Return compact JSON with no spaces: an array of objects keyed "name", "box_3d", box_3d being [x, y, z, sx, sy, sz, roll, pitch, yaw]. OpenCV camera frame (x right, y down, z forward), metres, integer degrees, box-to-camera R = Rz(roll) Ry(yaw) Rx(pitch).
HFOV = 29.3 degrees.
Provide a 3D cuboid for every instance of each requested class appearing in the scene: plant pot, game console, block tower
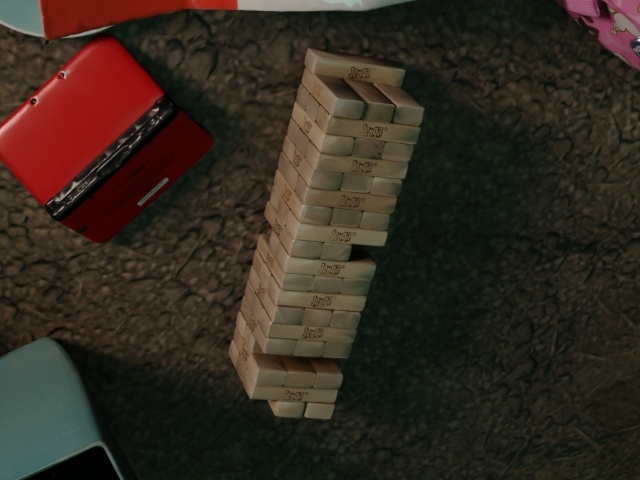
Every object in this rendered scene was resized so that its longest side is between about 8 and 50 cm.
[{"name":"plant pot","box_3d":[-0.247,0.198,1.061,0.165,0.234,0.165,-24,122,-5]},{"name":"game console","box_3d":[-0.187,-0.085,1.065,0.144,0.085,0.124,-41,153,5]},{"name":"block tower","box_3d":[0.000,0.000,1.128,0.090,0.097,0.336,6,113,-23]}]

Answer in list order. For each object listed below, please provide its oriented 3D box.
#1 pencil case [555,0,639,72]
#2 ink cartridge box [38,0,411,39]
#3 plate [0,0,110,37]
[{"name":"pencil case","box_3d":[0.377,-0.319,1.061,0.160,0.167,0.386,40,100,5]},{"name":"ink cartridge box","box_3d":[-0.030,-0.319,0.909,0.385,0.091,0.308,-18,122,-27]},{"name":"plate","box_3d":[-0.207,-0.253,0.965,0.188,0.024,0.188,-8,118,-16]}]
